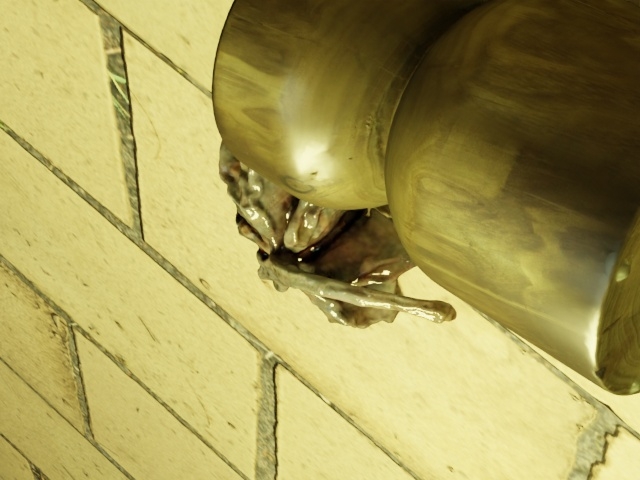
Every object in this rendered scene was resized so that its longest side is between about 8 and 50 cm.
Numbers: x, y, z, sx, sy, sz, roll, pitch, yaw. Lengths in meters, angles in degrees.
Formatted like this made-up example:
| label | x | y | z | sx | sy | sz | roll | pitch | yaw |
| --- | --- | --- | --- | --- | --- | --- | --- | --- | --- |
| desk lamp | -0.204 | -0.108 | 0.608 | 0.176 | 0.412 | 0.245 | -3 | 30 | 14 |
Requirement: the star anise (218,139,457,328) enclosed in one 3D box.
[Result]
| label | x | y | z | sx | sy | sz | roll | pitch | yaw |
| --- | --- | --- | --- | --- | --- | --- | --- | --- | --- |
| star anise | 0.000 | 0.000 | 1.270 | 0.209 | 0.089 | 0.231 | 50 | 169 | -23 |

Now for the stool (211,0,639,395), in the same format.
| label | x | y | z | sx | sy | sz | roll | pitch | yaw |
| --- | --- | --- | --- | --- | --- | --- | --- | --- | --- |
| stool | 0.096 | -0.058 | 0.908 | 0.264 | 0.179 | 0.179 | 33 | 152 | 31 |
